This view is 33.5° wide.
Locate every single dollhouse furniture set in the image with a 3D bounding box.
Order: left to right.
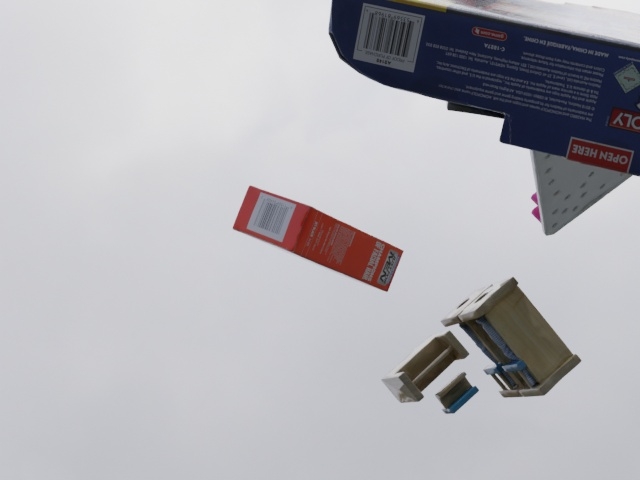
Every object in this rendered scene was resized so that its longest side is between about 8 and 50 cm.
[{"bbox_3d":[0.181,0.156,1.270,0.184,0.129,0.129,-39,0,-16],"label":"dollhouse furniture set"}]

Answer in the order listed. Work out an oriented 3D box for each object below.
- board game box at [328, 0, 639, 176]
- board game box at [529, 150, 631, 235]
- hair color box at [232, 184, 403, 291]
[{"bbox_3d":[0.121,-0.095,0.572,0.194,0.194,0.060,15,-71,15],"label":"board game box"},{"bbox_3d":[0.452,-0.215,1.532,0.390,0.050,0.390,-37,-29,-4],"label":"board game box"},{"bbox_3d":[0.000,0.000,1.108,0.167,0.093,0.053,22,-92,-49],"label":"hair color box"}]
